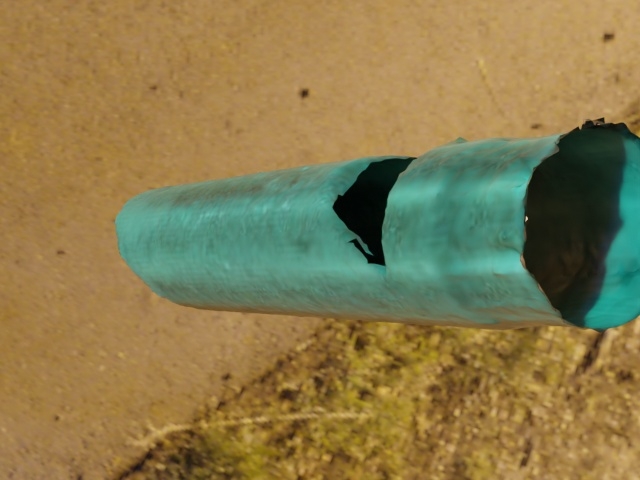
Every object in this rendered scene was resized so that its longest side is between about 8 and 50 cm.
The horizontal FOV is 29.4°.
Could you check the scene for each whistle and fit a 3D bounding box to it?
[{"bbox_3d":[0.000,0.000,0.465,0.062,0.312,0.062,1,88,-30],"label":"whistle"}]
